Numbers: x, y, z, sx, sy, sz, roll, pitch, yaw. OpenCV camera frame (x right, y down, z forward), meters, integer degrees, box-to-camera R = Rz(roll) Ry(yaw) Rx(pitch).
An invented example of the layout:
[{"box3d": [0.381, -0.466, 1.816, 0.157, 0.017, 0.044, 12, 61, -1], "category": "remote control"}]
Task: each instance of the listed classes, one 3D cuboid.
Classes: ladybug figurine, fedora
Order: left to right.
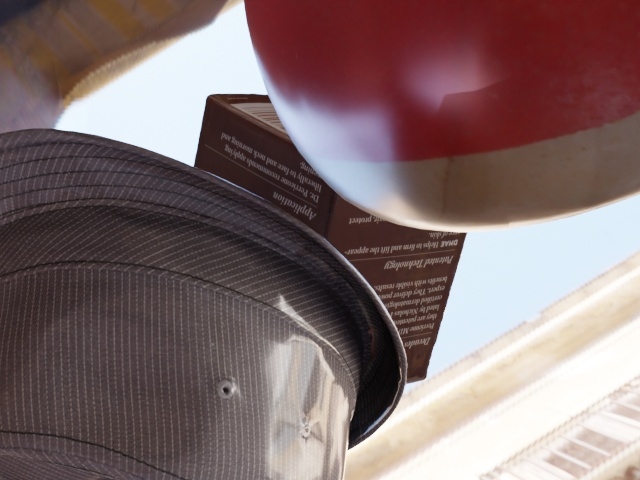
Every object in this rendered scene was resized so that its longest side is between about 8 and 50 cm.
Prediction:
[{"box3d": [-0.088, 0.084, 0.568, 0.275, 0.244, 0.124, 38, -141, -37], "category": "fedora"}, {"box3d": [0.085, -0.159, 0.578, 0.162, 0.449, 0.305, 41, -94, -24], "category": "ladybug figurine"}]

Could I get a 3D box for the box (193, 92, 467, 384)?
[{"box3d": [0.000, 0.000, 0.979, 0.167, 0.168, 0.203, -6, -63, -43], "category": "box"}]
